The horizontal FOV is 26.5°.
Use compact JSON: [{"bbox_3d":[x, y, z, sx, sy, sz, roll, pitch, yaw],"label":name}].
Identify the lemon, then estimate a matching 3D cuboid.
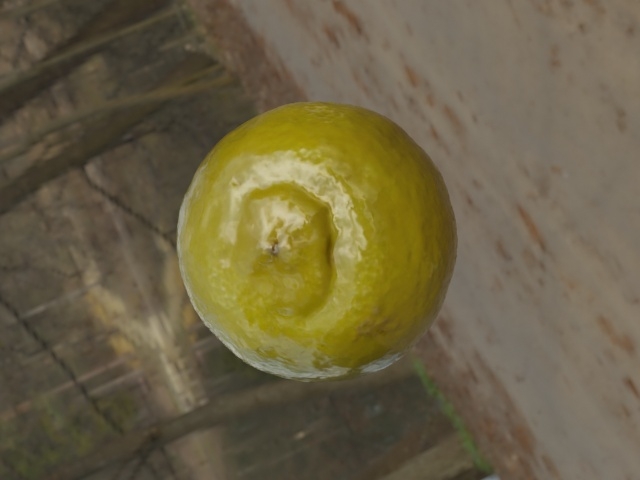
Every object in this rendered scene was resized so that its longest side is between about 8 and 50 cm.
[{"bbox_3d":[0.000,0.000,1.568,0.348,0.348,0.348,62,169,21],"label":"lemon"}]
